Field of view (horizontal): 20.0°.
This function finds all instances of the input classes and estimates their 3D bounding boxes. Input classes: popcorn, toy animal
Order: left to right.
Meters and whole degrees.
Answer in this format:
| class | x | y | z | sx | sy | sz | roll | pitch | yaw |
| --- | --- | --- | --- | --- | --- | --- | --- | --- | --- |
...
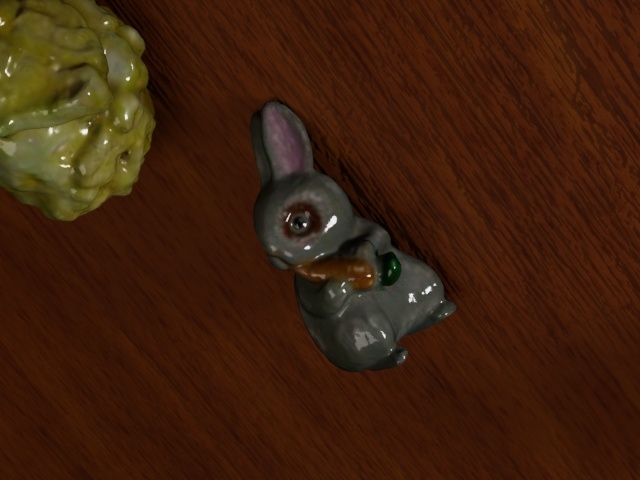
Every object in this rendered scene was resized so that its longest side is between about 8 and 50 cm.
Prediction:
| class | x | y | z | sx | sy | sz | roll | pitch | yaw |
| --- | --- | --- | --- | --- | --- | --- | --- | --- | --- |
| popcorn | -0.258 | -0.127 | 1.606 | 0.255 | 0.195 | 0.256 | 3 | 150 | 43 |
| toy animal | -0.003 | 0.002 | 1.600 | 0.127 | 0.125 | 0.251 | -34 | 100 | 22 |
